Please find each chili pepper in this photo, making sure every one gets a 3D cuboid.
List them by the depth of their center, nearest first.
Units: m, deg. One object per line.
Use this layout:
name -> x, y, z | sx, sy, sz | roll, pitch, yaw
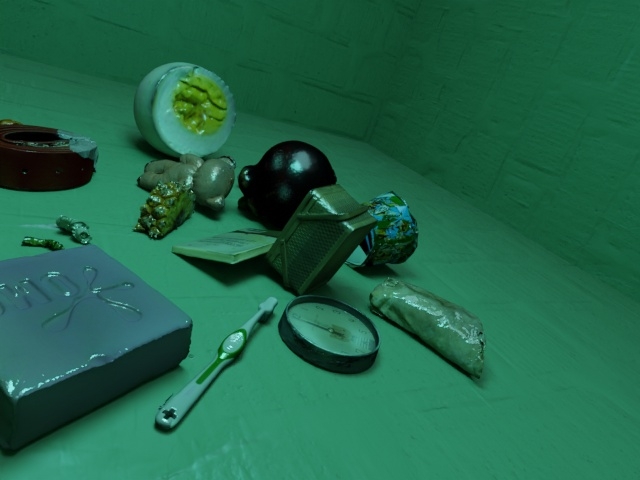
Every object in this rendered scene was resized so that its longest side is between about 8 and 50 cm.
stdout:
chili pepper -> -0.578, 0.007, 0.988 | 0.083, 0.022, 0.027 | 13, -11, -16

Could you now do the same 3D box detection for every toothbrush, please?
toothbrush -> -0.165, 0.196, 0.854 | 0.042, 0.040, 0.418 | 25, 21, 8

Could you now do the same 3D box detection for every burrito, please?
burrito -> 0.282, 0.194, 1.185 | 0.348, 0.107, 0.175 | 31, 37, 32

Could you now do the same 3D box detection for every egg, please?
egg -> -0.562, -0.500, 1.835 | 0.355, 0.354, 0.340 | 0, 12, -42

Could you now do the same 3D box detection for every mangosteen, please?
mangosteen -> -0.101, -0.179, 1.501 | 0.314, 0.296, 0.297 | 18, 21, -14

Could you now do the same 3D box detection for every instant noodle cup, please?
instant noodle cup -> 0.157, -0.021, 1.451 | 0.178, 0.240, 0.240 | -12, 36, -39

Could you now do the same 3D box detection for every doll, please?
doll -> -0.410, -0.177, 1.478 | 0.304, 0.156, 0.201 | 6, 59, 14

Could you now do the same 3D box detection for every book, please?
book -> -0.209, 0.006, 1.223 | 0.201, 0.026, 0.289 | 8, 15, 30

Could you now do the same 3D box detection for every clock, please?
clock -> 0.023, 0.194, 1.018 | 0.226, 0.049, 0.226 | 18, 21, -7

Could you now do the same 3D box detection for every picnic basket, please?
picnic basket -> 0.000, 0.000, 1.172 | 0.139, 0.266, 0.165 | 44, 29, 14

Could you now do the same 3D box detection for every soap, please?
soap -> -0.397, 0.134, 0.719 | 0.285, 0.107, 0.296 | 30, 24, 20

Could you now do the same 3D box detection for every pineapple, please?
pineapple -> -0.402, -0.103, 1.256 | 0.080, 0.135, 0.233 | 20, 22, 2

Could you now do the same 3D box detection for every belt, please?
belt -> -0.761, -0.233, 1.286 | 0.227, 0.115, 0.324 | 26, 21, 15

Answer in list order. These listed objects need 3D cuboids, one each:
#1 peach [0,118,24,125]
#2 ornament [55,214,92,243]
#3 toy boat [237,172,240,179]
peach -> -0.896, -0.303, 1.372 | 0.101, 0.100, 0.100 | 17, 21, -7
ornament -> -0.558, -0.031, 1.068 | 0.068, 0.041, 0.092 | 32, -4, -41
toy boat -> -0.185, -0.196, 1.758 | 0.261, 0.078, 0.085 | 20, 6, -5
